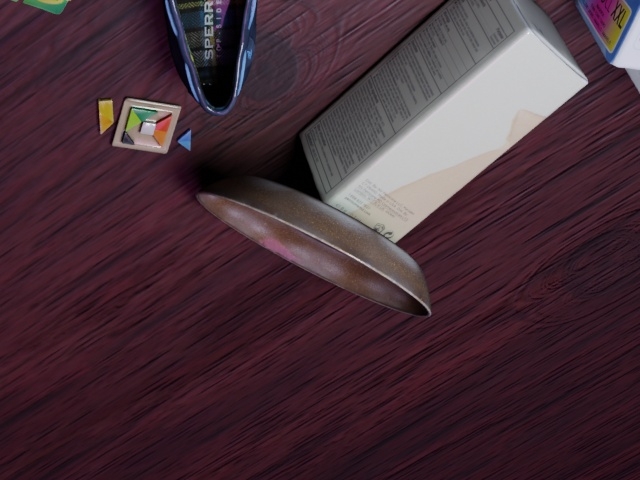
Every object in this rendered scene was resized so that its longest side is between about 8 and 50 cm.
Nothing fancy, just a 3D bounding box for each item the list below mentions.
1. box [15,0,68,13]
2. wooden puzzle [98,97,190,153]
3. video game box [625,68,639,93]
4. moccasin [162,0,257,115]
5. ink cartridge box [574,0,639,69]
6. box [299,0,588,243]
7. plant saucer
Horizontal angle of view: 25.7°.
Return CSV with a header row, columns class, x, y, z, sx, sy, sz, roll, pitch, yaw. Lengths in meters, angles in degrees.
class,x,y,z,sx,sy,sz,roll,pitch,yaw
box,-0.277,-0.319,1.417,0.105,0.043,0.179,15,123,-28
wooden puzzle,-0.203,-0.131,1.627,0.116,0.014,0.078,1,131,-18
video game box,0.456,-0.181,1.638,0.187,0.205,0.048,8,130,-21
moccasin,-0.102,-0.284,1.444,0.137,0.117,0.342,-12,131,-5
ink cartridge box,0.482,-0.371,1.511,0.270,0.151,0.395,4,131,-20
box,0.136,-0.152,1.617,0.311,0.148,0.121,-39,130,21
plant saucer,0.000,0.000,1.653,0.310,0.310,0.050,34,79,-37
